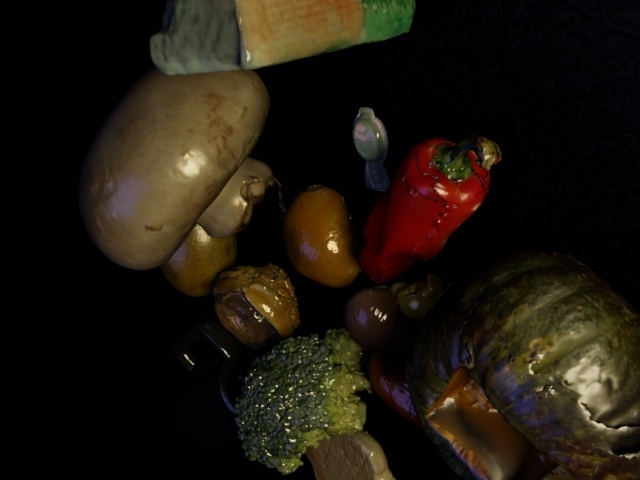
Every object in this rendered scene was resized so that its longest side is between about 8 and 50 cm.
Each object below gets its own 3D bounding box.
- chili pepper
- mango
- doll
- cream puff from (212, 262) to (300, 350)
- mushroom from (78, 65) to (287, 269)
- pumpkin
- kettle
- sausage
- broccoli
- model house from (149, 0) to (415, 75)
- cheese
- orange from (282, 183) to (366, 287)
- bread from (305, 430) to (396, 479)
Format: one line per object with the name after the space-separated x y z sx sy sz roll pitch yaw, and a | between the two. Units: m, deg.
0.123 -0.031 0.877 0.110 0.110 0.387 53 151 15 | chili pepper
-0.264 -0.047 1.386 0.176 0.175 0.330 -13 108 12 | mango
0.122 0.105 0.995 0.188 0.096 0.145 -21 139 27 | doll
-0.114 0.116 1.315 0.189 0.129 0.189 29 148 20 | cream puff
-0.193 -0.104 1.081 0.294 0.362 0.362 33 151 -11 | mushroom
0.239 0.171 0.775 0.320 0.192 0.320 35 141 34 | pumpkin
-0.187 0.302 1.520 0.308 0.203 0.262 -40 65 57 | kettle
0.143 0.229 1.067 0.179 0.089 0.089 29 136 39 | sausage
-0.017 0.272 1.228 0.243 0.263 0.247 29 171 -38 | broccoli
-0.059 -0.359 0.741 0.194 0.267 0.325 12 118 45 | model house
0.071 -0.122 0.954 0.067 0.026 0.121 19 129 50 | cheese
0.000 0.000 1.086 0.170 0.112 0.160 19 130 34 | orange
0.059 0.452 1.399 0.316 0.054 0.316 36 140 38 | bread
